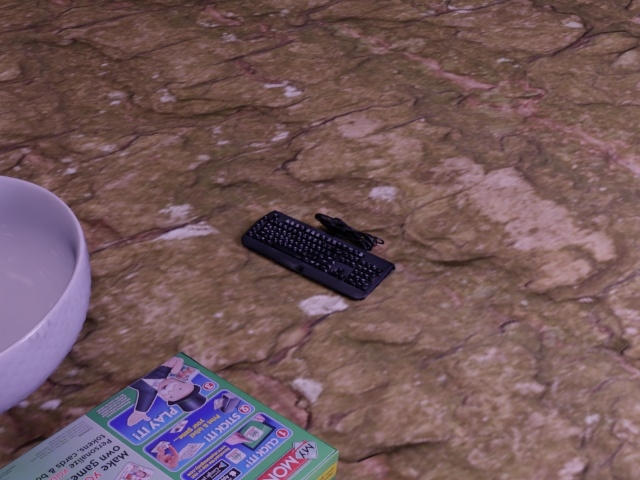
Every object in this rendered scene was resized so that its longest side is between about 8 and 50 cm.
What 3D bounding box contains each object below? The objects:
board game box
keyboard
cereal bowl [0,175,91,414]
[{"bbox_3d":[-0.163,0.235,0.790,0.213,0.046,0.317,27,38,29],"label":"board game box"},{"bbox_3d":[0.000,0.000,1.093,0.192,0.038,0.100,25,49,27],"label":"keyboard"},{"bbox_3d":[-0.407,0.083,0.951,0.339,0.141,0.339,-3,42,2],"label":"cereal bowl"}]
